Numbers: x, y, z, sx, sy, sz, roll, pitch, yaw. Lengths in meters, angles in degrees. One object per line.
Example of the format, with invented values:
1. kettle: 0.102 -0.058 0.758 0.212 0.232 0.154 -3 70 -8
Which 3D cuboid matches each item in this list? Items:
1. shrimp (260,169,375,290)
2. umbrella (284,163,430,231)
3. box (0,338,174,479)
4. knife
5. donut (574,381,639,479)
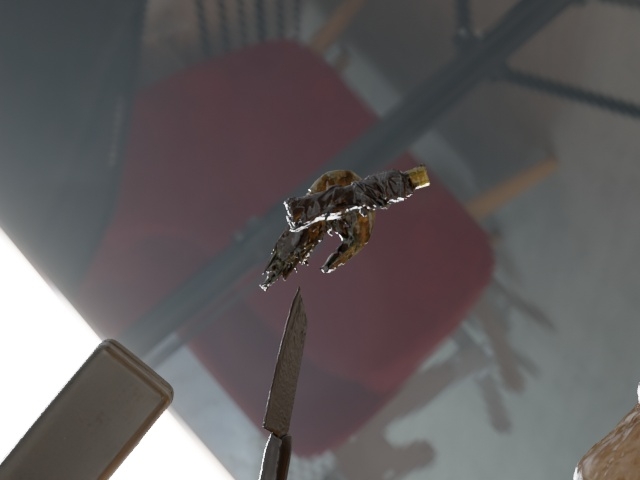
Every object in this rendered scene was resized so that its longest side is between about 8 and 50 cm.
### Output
1. shrimp: 0.000 0.000 2.011 0.091 0.161 0.034 39 178 -15
2. umbrella: 0.036 -0.042 1.796 0.037 0.143 0.040 78 176 -80
3. box: -0.268 0.226 1.986 0.103 0.244 0.055 40 -175 -5
4. knife: -0.038 0.156 1.765 0.028 0.230 0.060 5 166 23
5. donut: 0.245 0.179 1.058 0.226 0.114 0.226 47 180 0
